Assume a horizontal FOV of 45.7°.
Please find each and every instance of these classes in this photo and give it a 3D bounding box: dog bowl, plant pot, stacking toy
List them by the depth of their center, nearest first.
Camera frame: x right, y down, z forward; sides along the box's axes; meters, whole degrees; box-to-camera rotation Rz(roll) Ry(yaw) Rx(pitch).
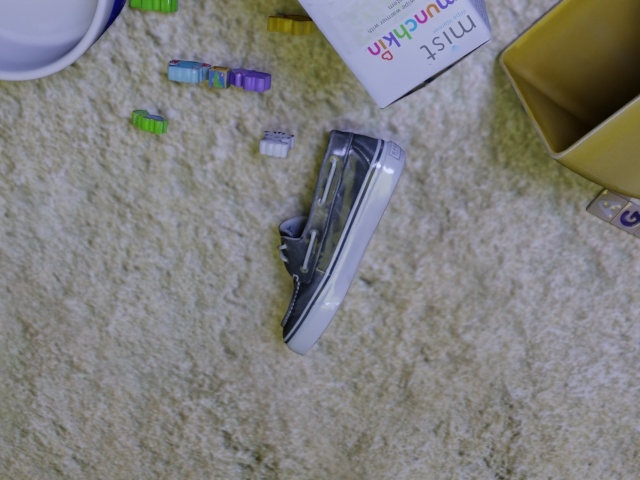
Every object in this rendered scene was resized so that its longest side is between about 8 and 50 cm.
[{"bbox_3d":[-0.344,-0.317,0.827,0.265,0.104,0.265,3,124,5],"label":"dog bowl"},{"bbox_3d":[0.359,-0.166,0.836,0.187,0.212,0.212,34,120,-32],"label":"plant pot"},{"bbox_3d":[-0.125,-0.203,0.927,0.221,0.052,0.167,11,115,5],"label":"stacking toy"}]

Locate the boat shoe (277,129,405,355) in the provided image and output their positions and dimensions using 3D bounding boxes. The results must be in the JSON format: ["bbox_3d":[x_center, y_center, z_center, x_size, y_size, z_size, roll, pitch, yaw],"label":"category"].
[{"bbox_3d":[0.000,0.000,1.031,0.119,0.121,0.335,22,112,-2],"label":"boat shoe"}]

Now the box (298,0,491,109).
[{"bbox_3d":[0.046,-0.295,0.726,0.127,0.262,0.231,-30,118,23],"label":"box"}]

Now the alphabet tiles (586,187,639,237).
[{"bbox_3d":[0.500,-0.086,0.987,0.198,0.009,0.237,25,123,-12],"label":"alphabet tiles"}]
